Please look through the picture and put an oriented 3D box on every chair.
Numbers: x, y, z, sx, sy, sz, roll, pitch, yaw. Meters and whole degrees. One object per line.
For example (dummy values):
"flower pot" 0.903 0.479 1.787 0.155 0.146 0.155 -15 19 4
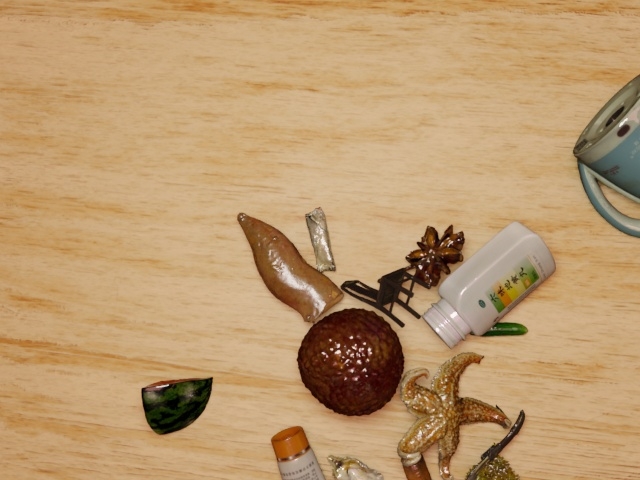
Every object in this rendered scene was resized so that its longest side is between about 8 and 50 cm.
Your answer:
"chair" 0.149 0.109 1.432 0.212 0.084 0.101 32 121 34

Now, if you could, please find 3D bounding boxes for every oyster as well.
"oyster" 0.089 0.596 1.469 0.146 0.045 0.121 0 82 -2

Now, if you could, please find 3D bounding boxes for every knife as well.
"knife" 0.416 0.494 1.407 0.222 0.021 0.045 -48 124 -6

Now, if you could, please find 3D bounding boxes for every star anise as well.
"star anise" 0.259 0.038 1.464 0.234 0.073 0.177 2 57 47

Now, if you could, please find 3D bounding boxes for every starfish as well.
"starfish" 0.310 0.427 1.422 0.303 0.113 0.312 3 86 -21

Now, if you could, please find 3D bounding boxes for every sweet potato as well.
"sweet potato" -0.100 0.065 1.490 0.337 0.131 0.131 43 90 7

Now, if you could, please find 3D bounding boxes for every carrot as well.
"carrot" 0.248 0.596 1.450 0.060 0.060 0.186 -22 87 3

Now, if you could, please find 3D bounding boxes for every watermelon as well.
"watermelon" -0.368 0.422 1.493 0.193 0.137 0.145 2 83 -37

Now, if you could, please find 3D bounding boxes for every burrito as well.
"burrito" 0.000 0.000 1.527 0.051 0.042 0.171 -14 87 7

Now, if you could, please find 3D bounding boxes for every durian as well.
"durian" 0.416 0.591 1.416 0.146 0.102 0.208 7 82 11

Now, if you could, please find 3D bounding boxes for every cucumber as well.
"cucumber" 0.438 0.220 1.472 0.155 0.037 0.037 -3 85 4

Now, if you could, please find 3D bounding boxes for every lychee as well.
"lychee" 0.078 0.281 1.392 0.261 0.260 0.260 0 86 5

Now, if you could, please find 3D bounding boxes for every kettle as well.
"kettle" 0.788 -0.168 1.397 0.342 0.247 0.319 38 121 0

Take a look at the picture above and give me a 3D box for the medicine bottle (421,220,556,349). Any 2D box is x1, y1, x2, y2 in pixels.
"medicine bottle" 0.397 0.115 1.419 0.324 0.179 0.124 -40 39 2

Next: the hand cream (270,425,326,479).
"hand cream" -0.026 0.619 1.459 0.140 0.089 0.314 -17 88 5
